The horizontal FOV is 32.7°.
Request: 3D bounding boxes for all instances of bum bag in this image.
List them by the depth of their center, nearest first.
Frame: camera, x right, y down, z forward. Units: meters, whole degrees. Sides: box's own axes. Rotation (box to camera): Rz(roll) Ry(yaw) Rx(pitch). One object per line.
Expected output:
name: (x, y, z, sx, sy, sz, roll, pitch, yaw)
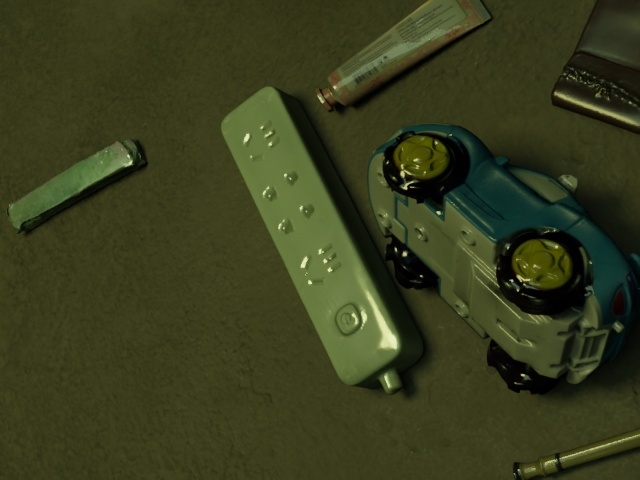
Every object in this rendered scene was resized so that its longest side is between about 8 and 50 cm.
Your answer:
bum bag: (0.312, -0.195, 1.113, 0.109, 0.026, 0.159, 23, 90, 30)

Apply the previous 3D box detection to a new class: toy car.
toy car: (0.177, -0.003, 1.062, 0.166, 0.198, 0.314, -33, 57, -19)

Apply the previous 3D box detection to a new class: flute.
flute: (0.295, 0.191, 1.039, 0.233, 0.027, 0.027, -23, 70, 21)

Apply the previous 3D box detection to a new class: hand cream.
hand cream: (0.087, -0.216, 1.229, 0.210, 0.043, 0.067, -33, 68, 12)

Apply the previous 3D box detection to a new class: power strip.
power strip: (0.000, 0.000, 1.211, 0.091, 0.062, 0.385, -35, 65, 20)

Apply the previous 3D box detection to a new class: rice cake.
rice cake: (-0.319, -0.070, 1.406, 0.211, 0.034, 0.043, -26, 77, 19)
